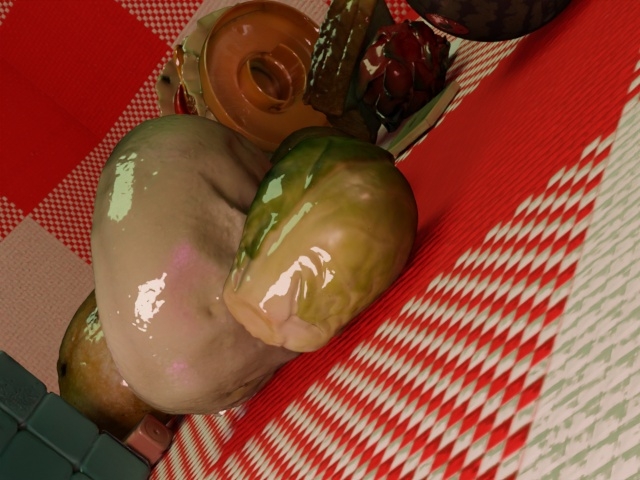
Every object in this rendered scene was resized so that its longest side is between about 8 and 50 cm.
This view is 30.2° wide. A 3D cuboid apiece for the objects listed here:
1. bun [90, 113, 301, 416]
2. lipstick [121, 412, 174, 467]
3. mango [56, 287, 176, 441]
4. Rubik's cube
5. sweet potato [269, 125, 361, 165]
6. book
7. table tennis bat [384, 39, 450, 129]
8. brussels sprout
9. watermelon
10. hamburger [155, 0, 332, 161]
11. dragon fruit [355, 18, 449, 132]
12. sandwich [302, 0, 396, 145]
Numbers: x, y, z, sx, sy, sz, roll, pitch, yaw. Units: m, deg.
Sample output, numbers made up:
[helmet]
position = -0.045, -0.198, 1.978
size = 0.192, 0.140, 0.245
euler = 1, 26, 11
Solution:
[bun]
position = -0.083, 0.018, 1.063
size = 0.179, 0.283, 0.283
euler = -8, 20, 14
[lipstick]
position = -0.229, 0.266, 1.367
size = 0.145, 0.045, 0.045
euler = -49, 8, 23
[mango]
position = -0.190, 0.103, 1.446
size = 0.329, 0.176, 0.175
euler = -46, 19, -1
[Rubik's cube]
position = -0.352, 0.294, 1.246
size = 0.221, 0.224, 0.231
euler = -48, 7, 20
[sweet potato]
position = -0.004, -0.047, 1.315
size = 0.130, 0.130, 0.422
euler = -51, 0, -7
[book]
position = 0.121, -0.141, 1.424
size = 0.077, 0.014, 0.111
euler = -52, 7, -32
[table tennis bat]
position = 0.142, -0.238, 1.743
size = 0.153, 0.040, 0.244
euler = -54, 8, 18
[brussels sprout]
position = 0.004, -0.005, 0.941
size = 0.145, 0.131, 0.183
euler = -51, 0, 42
[watermelon]
position = 0.165, -0.298, 1.166
size = 0.212, 0.212, 0.212
euler = -49, 7, 8
[hamburger]
position = -0.113, -0.208, 1.784
size = 0.212, 0.274, 0.274
euler = -33, 18, 54
[dragon fruit]
position = 0.108, -0.217, 1.540
size = 0.142, 0.130, 0.121
euler = -50, 40, -7
[sandwich]
position = 0.050, -0.238, 1.645
size = 0.214, 0.065, 0.186
euler = 39, -112, -71
